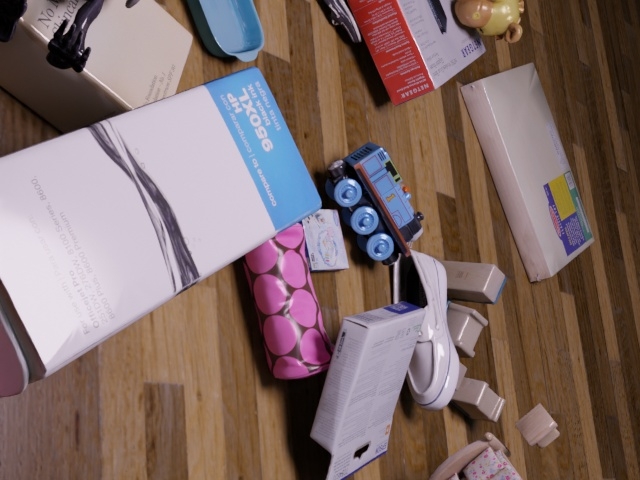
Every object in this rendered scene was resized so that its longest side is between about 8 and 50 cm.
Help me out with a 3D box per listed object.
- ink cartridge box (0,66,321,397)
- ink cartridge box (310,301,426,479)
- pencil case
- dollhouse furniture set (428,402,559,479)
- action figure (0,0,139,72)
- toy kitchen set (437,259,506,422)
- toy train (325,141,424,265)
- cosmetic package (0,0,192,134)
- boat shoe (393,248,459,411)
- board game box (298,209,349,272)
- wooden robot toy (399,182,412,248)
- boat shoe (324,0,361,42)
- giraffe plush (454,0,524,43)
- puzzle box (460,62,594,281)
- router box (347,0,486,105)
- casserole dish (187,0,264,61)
[{"bbox_3d":[-0.231,-0.001,0.925,0.395,0.285,0.166,-34,102,-53],"label":"ink cartridge box"},{"bbox_3d":[0.060,0.201,1.354,0.223,0.045,0.224,-4,110,-66],"label":"ink cartridge box"},{"bbox_3d":[-0.040,0.074,1.310,0.098,0.095,0.210,-13,88,-18],"label":"pencil case"},{"bbox_3d":[0.184,0.377,1.244,0.174,0.355,0.303,45,6,-34],"label":"dollhouse furniture set"},{"bbox_3d":[-0.216,-0.294,1.004,0.164,0.141,0.276,38,49,-23],"label":"action figure"},{"bbox_3d":[0.241,0.164,1.646,0.166,0.122,0.207,41,67,-36],"label":"toy kitchen set"},{"bbox_3d":[0.084,-0.053,1.497,0.184,0.105,0.080,58,-4,-18],"label":"toy train"},{"bbox_3d":[-0.296,-0.245,1.088,0.309,0.113,0.160,40,48,-38],"label":"cosmetic package"},{"bbox_3d":[0.145,0.132,1.538,0.084,0.095,0.258,27,45,-39],"label":"boat shoe"},{"bbox_3d":[0.000,0.000,1.449,0.090,0.020,0.090,0,76,-52],"label":"board game box"},{"bbox_3d":[0.105,-0.056,1.559,0.173,0.079,0.076,58,39,-18],"label":"wooden robot toy"},{"bbox_3d":[0.027,-0.371,1.622,0.125,0.038,0.046,60,7,-22],"label":"boat shoe"},{"bbox_3d":[0.299,-0.441,1.773,0.181,0.210,0.171,-72,170,-67],"label":"giraffe plush"},{"bbox_3d":[0.425,-0.145,2.034,0.272,0.052,0.409,-25,96,-54],"label":"puzzle box"},{"bbox_3d":[0.153,-0.418,1.736,0.301,0.082,0.335,65,30,-10],"label":"router box"},{"bbox_3d":[-0.142,-0.330,1.386,0.114,0.037,0.189,-27,97,-53],"label":"casserole dish"}]
